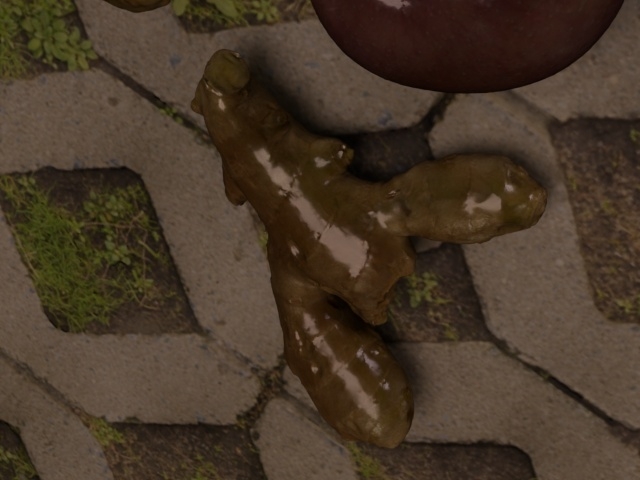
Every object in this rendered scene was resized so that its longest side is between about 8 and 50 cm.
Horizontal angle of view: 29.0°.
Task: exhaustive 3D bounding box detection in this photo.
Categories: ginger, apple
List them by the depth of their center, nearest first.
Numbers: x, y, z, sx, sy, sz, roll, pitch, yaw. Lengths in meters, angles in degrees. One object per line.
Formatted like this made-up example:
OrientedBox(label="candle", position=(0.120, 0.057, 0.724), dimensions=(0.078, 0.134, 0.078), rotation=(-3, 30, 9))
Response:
OrientedBox(label="apple", position=(0.116, -0.254, 0.983), dimensions=(0.306, 0.235, 0.305), rotation=(13, 121, 23))
OrientedBox(label="ginger", position=(0.002, 0.004, 1.250), dimensions=(0.348, 0.122, 0.363), rotation=(32, 129, 10))

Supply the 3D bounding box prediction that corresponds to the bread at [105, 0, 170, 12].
OrientedBox(label="bread", position=(-0.194, -0.331, 1.153), dimensions=(0.244, 0.134, 0.244), rotation=(10, 122, 17))
